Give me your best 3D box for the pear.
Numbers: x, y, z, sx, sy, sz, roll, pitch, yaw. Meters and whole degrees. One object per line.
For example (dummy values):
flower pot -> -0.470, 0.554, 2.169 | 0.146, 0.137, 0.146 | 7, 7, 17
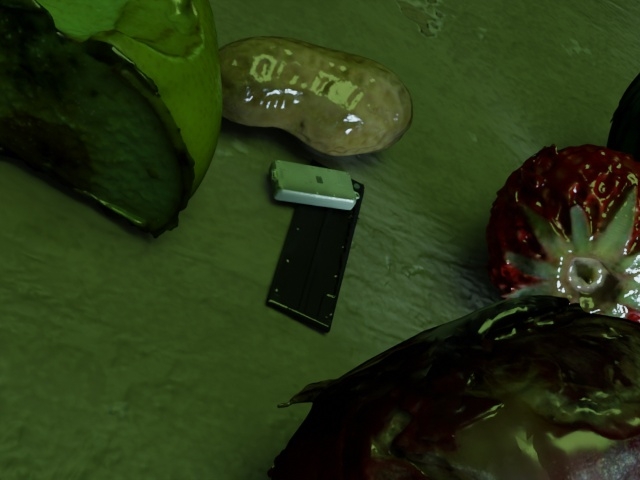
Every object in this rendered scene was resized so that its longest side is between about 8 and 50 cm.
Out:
pear -> -0.166, -0.167, 0.870 | 0.238, 0.164, 0.255 | 31, 41, -6

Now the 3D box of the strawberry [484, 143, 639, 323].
strawberry -> 0.256, -0.013, 1.027 | 0.205, 0.205, 0.244 | 32, 26, -8

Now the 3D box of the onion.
onion -> 0.126, 0.165, 0.690 | 0.314, 0.314, 0.232 | -12, 75, -41

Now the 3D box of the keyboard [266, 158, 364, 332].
keyboard -> 0.000, 0.000, 0.952 | 0.063, 0.010, 0.198 | 27, 43, -10

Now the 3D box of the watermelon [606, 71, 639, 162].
watermelon -> 0.483, -0.076, 1.124 | 0.363, 0.363, 0.363 | 19, 46, -21

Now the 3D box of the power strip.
power strip -> -0.007, -0.052, 0.973 | 0.090, 0.016, 0.040 | 8, 49, -24

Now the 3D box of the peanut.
peanut -> -0.009, -0.140, 1.002 | 0.226, 0.095, 0.108 | 12, 45, -26
